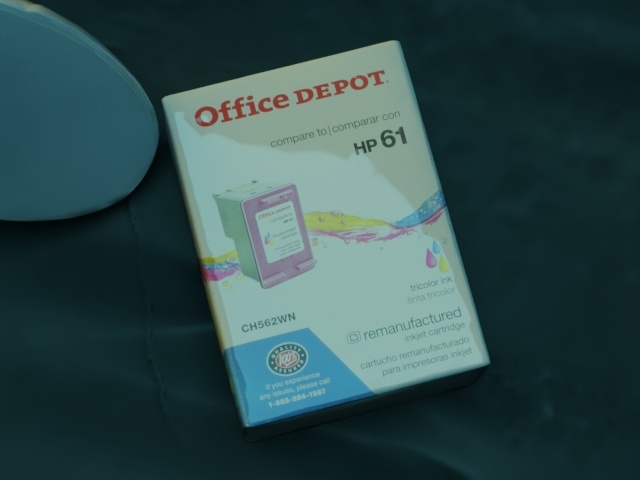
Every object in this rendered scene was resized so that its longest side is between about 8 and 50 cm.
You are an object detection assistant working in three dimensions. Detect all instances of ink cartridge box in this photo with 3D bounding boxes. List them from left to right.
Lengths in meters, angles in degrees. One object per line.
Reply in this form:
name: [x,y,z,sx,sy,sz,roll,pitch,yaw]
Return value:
ink cartridge box: [0.000,0.000,0.602,0.089,0.052,0.122,-14,77,-4]

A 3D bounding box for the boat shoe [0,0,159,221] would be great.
boat shoe: [-0.164,-0.070,0.576,0.228,0.076,0.080,12,115,-32]
